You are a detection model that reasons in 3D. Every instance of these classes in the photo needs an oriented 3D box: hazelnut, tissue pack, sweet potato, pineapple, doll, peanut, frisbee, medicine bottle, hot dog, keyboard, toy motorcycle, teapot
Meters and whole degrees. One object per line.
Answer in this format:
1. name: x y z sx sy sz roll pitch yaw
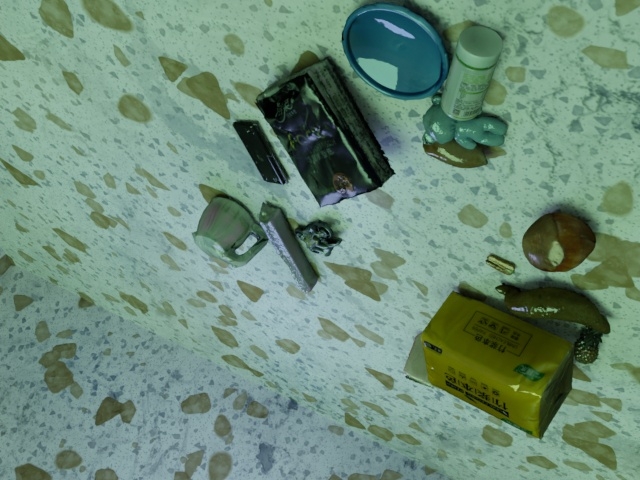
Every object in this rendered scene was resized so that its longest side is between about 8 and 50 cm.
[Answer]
1. hazelnut: 0.550 0.003 1.731 0.150 0.150 0.150 23 150 14
2. tissue pack: 0.001 -0.246 1.793 0.245 0.123 0.332 -15 112 49
3. sweet potato: 0.596 0.168 1.961 0.310 0.098 0.124 13 167 27
4. pineapple: 0.721 0.270 2.029 0.074 0.074 0.159 18 146 22
5. doll: 0.309 -0.253 1.625 0.180 0.075 0.120 8 118 -3
6. peanut: 0.304 -0.201 1.690 0.152 0.076 0.076 21 150 9
7. frisbee: 0.158 -0.394 1.559 0.242 0.045 0.242 24 151 14
8. medicine bottle: 0.296 -0.327 1.491 0.086 0.086 0.183 26 150 11
9. hot dog: 0.477 0.063 1.988 0.083 0.021 0.037 30 130 9
10. keyboard: -0.165 -0.244 2.112 0.094 0.025 0.230 11 145 35
11. toy motorcycle: 0.000 0.000 2.295 0.124 0.061 0.193 50 153 -19
12. teapot: -0.304 -0.012 2.441 0.221 0.178 0.163 43 150 -21
13. tissue pack: 0.504 0.355 2.154 0.382 0.228 0.293 23 150 30

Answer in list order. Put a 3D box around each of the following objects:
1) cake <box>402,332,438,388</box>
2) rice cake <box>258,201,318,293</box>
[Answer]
1. cake: 0.398 0.401 2.552 0.158 0.159 0.262 18 -177 23
2. rice cake: -0.098 0.033 2.431 0.064 0.070 0.399 6 143 31
